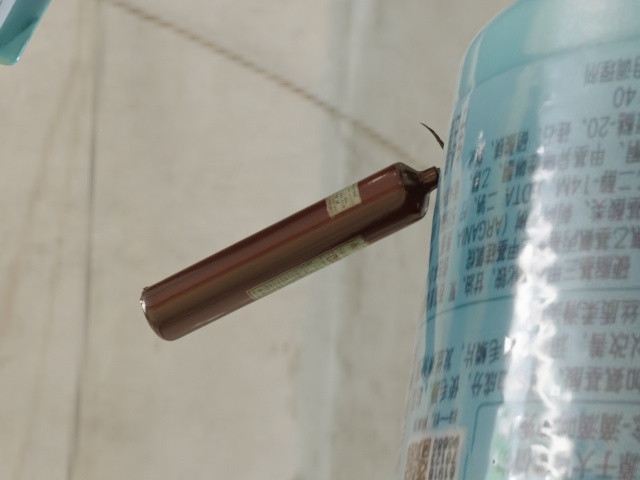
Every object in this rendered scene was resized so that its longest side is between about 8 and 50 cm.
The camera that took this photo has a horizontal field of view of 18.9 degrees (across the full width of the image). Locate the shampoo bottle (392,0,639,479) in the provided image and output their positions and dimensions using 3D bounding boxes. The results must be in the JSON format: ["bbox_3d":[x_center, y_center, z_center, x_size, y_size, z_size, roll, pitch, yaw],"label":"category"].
[{"bbox_3d":[0.189,0.101,0.723,0.331,0.342,0.331,7,167,2],"label":"shampoo bottle"}]

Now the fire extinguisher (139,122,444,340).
[{"bbox_3d":[0.000,0.000,0.883,0.173,0.035,0.049,-26,141,15],"label":"fire extinguisher"}]

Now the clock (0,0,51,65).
[{"bbox_3d":[-0.156,-0.255,1.020,0.116,0.262,0.231,26,165,0],"label":"clock"}]
